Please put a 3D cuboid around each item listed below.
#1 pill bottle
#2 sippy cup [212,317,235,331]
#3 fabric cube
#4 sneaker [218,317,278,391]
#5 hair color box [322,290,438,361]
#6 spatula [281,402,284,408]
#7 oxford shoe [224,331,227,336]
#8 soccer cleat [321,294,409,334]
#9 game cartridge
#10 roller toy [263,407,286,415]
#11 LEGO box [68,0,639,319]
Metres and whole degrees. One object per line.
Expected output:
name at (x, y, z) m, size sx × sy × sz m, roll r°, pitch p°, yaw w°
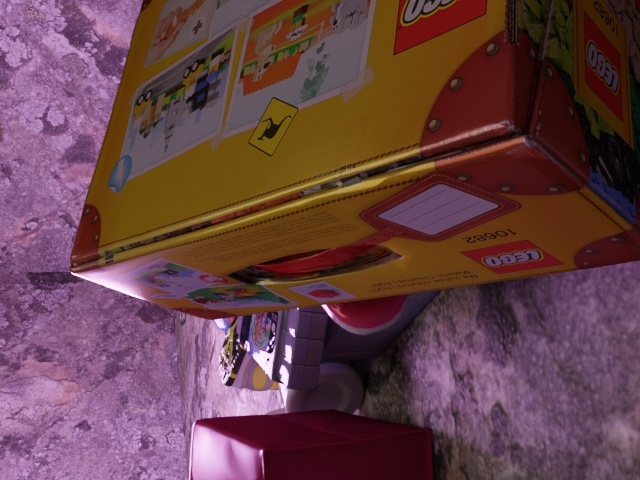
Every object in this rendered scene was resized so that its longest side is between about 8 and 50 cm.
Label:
pill bottle at (-0.023, 0.203, 1.211) m, size 0.246 × 0.136 × 0.136 m, roll -118°, pitch 34°, yaw -56°
sippy cup at (-0.181, 0.089, 1.589) m, size 0.305 × 0.240 × 0.224 m, roll -108°, pitch 14°, yaw -65°
fabric cube at (-0.020, 0.382, 0.939) m, size 0.258 × 0.259 × 0.254 m, roll -11°, pitch 77°, yaw 61°
sneaker at (-0.078, 0.131, 1.397) m, size 0.385 × 0.147 × 0.145 m, roll -65°, pitch 25°, yaw 9°
hair color box at (0.078, 0.015, 0.957) m, size 0.374 × 0.113 × 0.185 m, roll 118°, pitch 147°, yaw -54°
spatula at (-0.074, 0.406, 1.517) m, size 0.168 × 0.019 × 0.242 m, roll -130°, pitch 48°, yaw -65°
oxford shoe at (-0.218, 0.231, 1.885) m, size 0.096 × 0.083 × 0.227 m, roll -114°, pitch 29°, yaw -43°
soccer cleat at (0.025, -0.005, 0.811) m, size 0.143 × 0.116 × 0.331 m, roll 77°, pitch 173°, yaw -48°
game cartridge at (-0.068, 0.085, 1.087) m, size 0.355 × 0.068 × 0.230 m, roll -164°, pitch 87°, yaw -71°
roller toy at (-0.063, 0.399, 1.191) m, size 0.209 × 0.146 × 0.191 m, roll -36°, pitch 29°, yaw 9°
LEGO box at (0.013, -0.147, 0.617) m, size 0.500 × 0.193 × 0.372 m, roll -12°, pitch 61°, yaw 44°
